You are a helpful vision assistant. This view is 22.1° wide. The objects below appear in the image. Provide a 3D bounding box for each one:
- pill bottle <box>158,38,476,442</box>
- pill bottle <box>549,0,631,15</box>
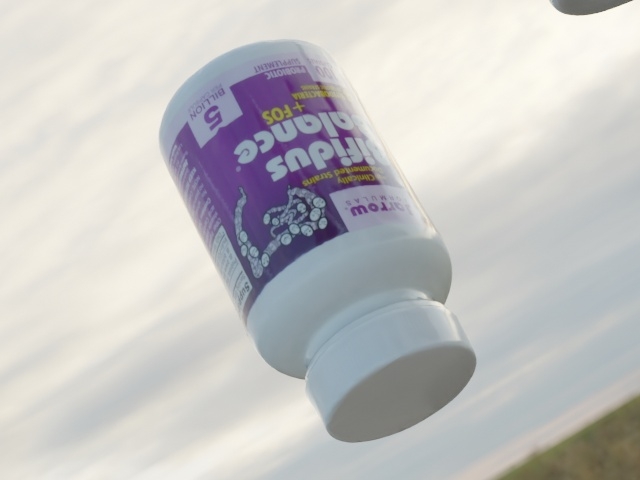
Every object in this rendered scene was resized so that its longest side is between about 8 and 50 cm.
[{"bbox_3d":[0.000,0.000,1.278,0.169,0.302,0.169,-21,-31,-13],"label":"pill bottle"},{"bbox_3d":[0.170,-0.270,1.115,0.119,0.209,0.119,-21,-17,-7],"label":"pill bottle"}]
